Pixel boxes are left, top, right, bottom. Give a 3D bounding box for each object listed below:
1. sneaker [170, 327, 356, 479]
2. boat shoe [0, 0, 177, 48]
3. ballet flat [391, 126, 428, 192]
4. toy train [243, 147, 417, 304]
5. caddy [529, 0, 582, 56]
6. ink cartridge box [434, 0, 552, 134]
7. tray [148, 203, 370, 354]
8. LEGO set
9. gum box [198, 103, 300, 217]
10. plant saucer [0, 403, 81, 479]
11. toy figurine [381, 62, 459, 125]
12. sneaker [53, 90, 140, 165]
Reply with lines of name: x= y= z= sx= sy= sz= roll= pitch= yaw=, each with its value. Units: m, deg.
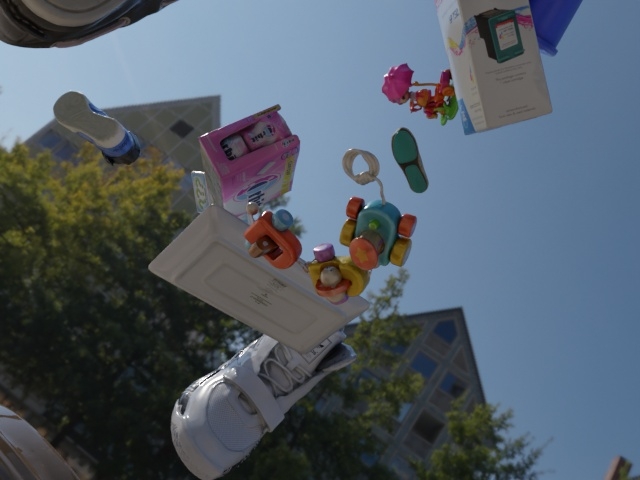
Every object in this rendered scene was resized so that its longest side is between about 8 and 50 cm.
sneaker: x=-0.075 y=0.206 z=1.012 sx=0.210 sy=0.366 sz=0.137 roll=-40 pitch=-91 yaw=23
boat shoe: x=-0.145 y=-0.263 z=0.569 sx=0.096 sy=0.335 sz=0.112 roll=-10 pitch=-61 yaw=46
ballet flat: x=0.191 y=-0.177 z=1.419 sx=0.057 sy=0.052 sz=0.168 roll=-13 pitch=-56 yaw=15
toy train: x=0.000 y=0.000 z=0.562 sx=0.125 sy=0.046 sz=0.166 roll=50 pitch=-48 yaw=-8
caddy: x=0.311 y=-0.424 z=1.157 sx=0.241 sy=0.341 sz=0.179 roll=25 pitch=-70 yaw=-8
ink cartridge box: x=0.192 y=-0.247 z=0.771 sx=0.134 sy=0.078 sz=0.230 roll=-77 pitch=153 yaw=-84
tray: x=-0.076 y=0.069 z=0.861 sx=0.270 sy=0.030 sz=0.145 roll=34 pitch=-59 yaw=-27
LEGO set: x=-0.175 y=0.010 z=1.122 sx=0.182 sy=0.060 sz=0.244 roll=14 pitch=-65 yaw=49
gum box: x=-0.092 y=-0.098 z=0.856 sx=0.062 sy=0.107 sz=0.188 roll=61 pitch=-12 yaw=10
plant saucer: x=-0.169 y=0.211 z=0.403 sx=0.278 sy=0.041 sz=0.277 roll=22 pitch=-55 yaw=36
toy figurine: x=0.210 y=-0.322 z=1.417 sx=0.159 sy=0.130 sz=0.173 roll=7 pitch=-23 yaw=-3
sneaker: x=-0.324 y=-0.159 z=0.963 sx=0.152 sy=0.058 sz=0.084 roll=30 pitch=-15 yaw=29
